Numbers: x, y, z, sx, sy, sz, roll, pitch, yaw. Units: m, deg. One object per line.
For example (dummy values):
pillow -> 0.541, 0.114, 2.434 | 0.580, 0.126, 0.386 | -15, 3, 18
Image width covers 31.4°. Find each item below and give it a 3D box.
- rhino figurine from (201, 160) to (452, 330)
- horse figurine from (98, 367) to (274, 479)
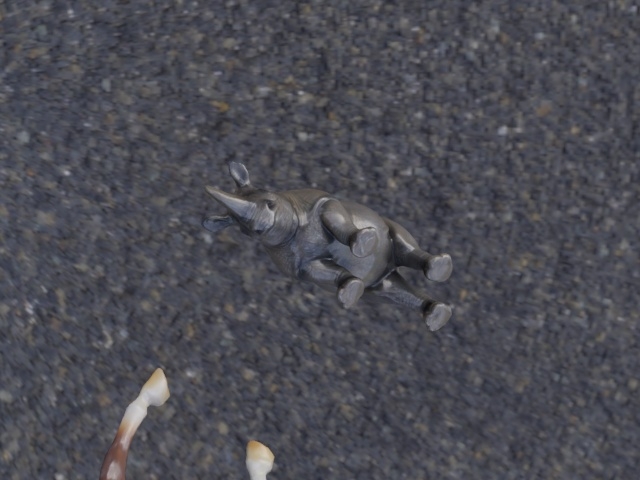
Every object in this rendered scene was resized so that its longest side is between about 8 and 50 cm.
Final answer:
rhino figurine -> 0.000, 0.000, 0.858 | 0.243, 0.106, 0.073 | 21, 99, -45
horse figurine -> -0.030, 0.163, 0.442 | 0.174, 0.263, 0.066 | -54, 159, -34
